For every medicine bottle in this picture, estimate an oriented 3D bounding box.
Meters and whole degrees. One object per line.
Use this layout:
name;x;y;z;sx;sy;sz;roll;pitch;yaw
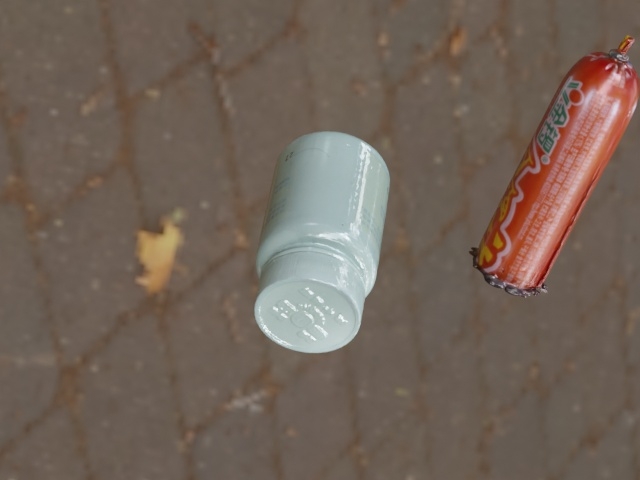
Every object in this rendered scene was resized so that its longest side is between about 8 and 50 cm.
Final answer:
medicine bottle;0.000;0.000;0.753;0.083;0.047;0.047;-79;159;-45

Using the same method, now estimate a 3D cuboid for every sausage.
sausage;0.126;-0.041;1.009;0.050;0.048;0.145;-16;137;-57
